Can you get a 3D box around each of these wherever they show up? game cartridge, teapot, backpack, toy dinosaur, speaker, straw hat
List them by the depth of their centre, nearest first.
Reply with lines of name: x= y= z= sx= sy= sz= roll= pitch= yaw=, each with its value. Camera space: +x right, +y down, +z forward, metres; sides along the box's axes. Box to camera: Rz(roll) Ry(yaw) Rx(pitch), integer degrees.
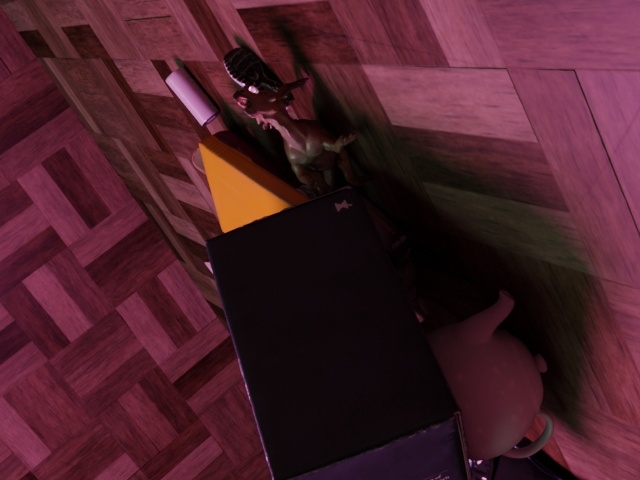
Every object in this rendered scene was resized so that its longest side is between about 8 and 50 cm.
teapot: x=0.299 y=0.247 z=1.514 sx=0.256 sy=0.187 sz=0.253 roll=65 pitch=-175 yaw=-71
toy dinosaur: x=-0.021 y=-0.179 z=1.561 sx=0.200 sy=0.127 sz=0.296 roll=53 pitch=-179 yaw=26
straw hat: x=0.228 y=0.184 z=1.764 sx=0.144 sy=0.061 sz=0.144 roll=45 pitch=161 yaw=19
game cartridge: x=-0.111 y=-0.038 z=1.800 sx=0.323 sy=0.052 sz=0.285 roll=37 pitch=150 yaw=36
backpack: x=0.391 y=0.576 z=1.828 sx=0.276 sy=0.263 sz=0.213 roll=34 pitch=172 yaw=44
speaker: x=-0.293 y=-0.331 z=2.022 sx=0.136 sy=0.055 sz=0.055 roll=50 pitch=163 yaw=-1

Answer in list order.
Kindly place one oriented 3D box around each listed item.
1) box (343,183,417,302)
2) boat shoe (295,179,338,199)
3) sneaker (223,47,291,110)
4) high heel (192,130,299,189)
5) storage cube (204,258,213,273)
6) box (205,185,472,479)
box: x=0.107 y=0.019 z=1.735 sx=0.183 sy=0.056 sz=0.231 roll=42 pitch=161 yaw=28
boat shoe: x=0.000 y=0.000 z=1.834 sx=0.116 sy=0.099 sz=0.320 roll=44 pitch=154 yaw=34
sneaker: x=-0.125 y=-0.292 z=1.665 sx=0.162 sy=0.063 sz=0.073 roll=49 pitch=166 yaw=7
high heel: x=-0.100 y=-0.122 z=1.978 sx=0.377 sy=0.127 sz=0.181 roll=39 pitch=-153 yaw=1
storage cube: x=-0.152 y=0.066 z=2.254 sx=0.184 sy=0.193 sz=0.215 roll=54 pitch=164 yaw=-12
box: x=0.044 y=0.257 z=1.534 sx=0.472 sy=0.297 sz=0.480 roll=74 pitch=175 yaw=-50
